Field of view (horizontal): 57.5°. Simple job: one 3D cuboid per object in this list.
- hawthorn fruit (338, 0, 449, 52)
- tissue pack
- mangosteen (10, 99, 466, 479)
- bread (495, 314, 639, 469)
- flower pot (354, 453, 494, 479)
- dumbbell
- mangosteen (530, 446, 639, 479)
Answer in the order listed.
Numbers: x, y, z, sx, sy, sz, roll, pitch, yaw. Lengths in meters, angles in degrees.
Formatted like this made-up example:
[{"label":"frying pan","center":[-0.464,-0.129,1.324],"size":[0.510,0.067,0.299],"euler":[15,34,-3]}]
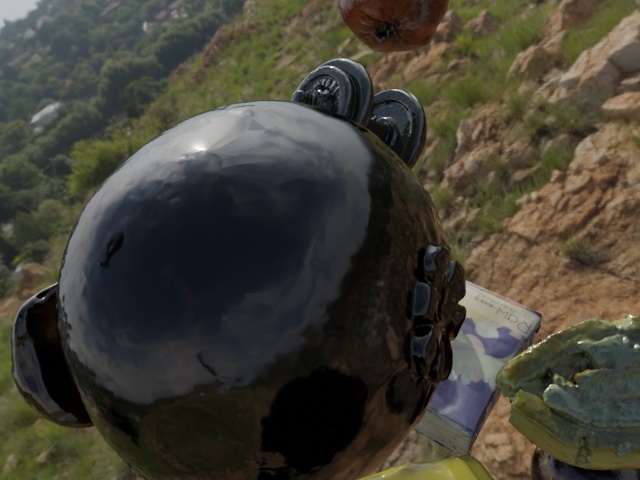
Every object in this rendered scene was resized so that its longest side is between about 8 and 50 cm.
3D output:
[{"label":"hawthorn fruit","center":[0.166,-0.543,1.233],"size":[0.242,0.242,0.271],"euler":[-3,64,43]},{"label":"tissue pack","center":[0.281,0.239,1.216],"size":[0.243,0.125,0.344],"euler":[25,52,28]},{"label":"mangosteen","center":[-0.085,0.055,0.572],"size":[0.436,0.382,0.382],"euler":[0,42,29]},{"label":"bread","center":[0.361,0.198,0.745],"size":[0.257,0.124,0.185],"euler":[-9,67,0]},{"label":"flower pot","center":[0.061,0.228,0.327],"size":[0.195,0.195,0.179],"euler":[-26,61,14]},{"label":"dumbbell","center":[0.063,-0.197,1.014],"size":[0.192,0.290,0.191],"euler":[-15,69,44]},{"label":"mangosteen","center":[0.452,0.382,0.942],"size":[0.217,0.192,0.192],"euler":[-11,12,-38]}]
